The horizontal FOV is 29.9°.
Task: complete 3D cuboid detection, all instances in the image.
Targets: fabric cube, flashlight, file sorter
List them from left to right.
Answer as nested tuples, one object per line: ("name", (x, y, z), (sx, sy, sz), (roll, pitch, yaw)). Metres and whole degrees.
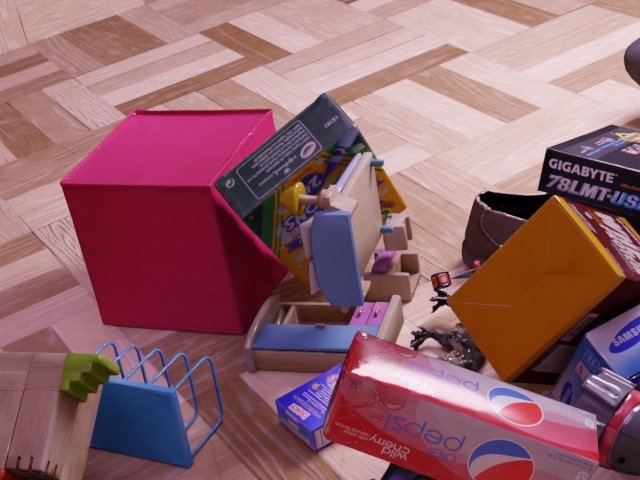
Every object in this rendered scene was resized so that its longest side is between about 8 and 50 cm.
("file sorter", (-0.229, 0.210, 1.587), (0.170, 0.118, 0.104), (6, 30, 27))
("fabric cube", (-0.206, -0.037, 1.857), (0.254, 0.258, 0.259), (2, 32, 23))
("flashlight", (0.399, 0.247, 1.243), (0.304, 0.103, 0.103), (30, 50, 26))

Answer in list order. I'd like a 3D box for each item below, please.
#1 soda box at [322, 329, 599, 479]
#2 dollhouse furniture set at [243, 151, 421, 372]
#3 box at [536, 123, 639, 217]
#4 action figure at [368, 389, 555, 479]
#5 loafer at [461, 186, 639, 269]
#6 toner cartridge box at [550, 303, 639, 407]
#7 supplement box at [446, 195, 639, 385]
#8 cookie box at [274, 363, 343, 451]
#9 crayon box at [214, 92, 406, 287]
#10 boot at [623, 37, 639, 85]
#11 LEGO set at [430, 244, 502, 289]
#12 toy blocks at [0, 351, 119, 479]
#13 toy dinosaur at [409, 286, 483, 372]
("soda box", (0.140, 0.187, 1.203), (0.263, 0.092, 0.083), (19, 29, 0))
("dollhouse furniture set", (0.000, 0.000, 1.679), (0.198, 0.303, 0.286), (1, 32, 18))
("box", (0.491, -0.082, 1.661), (0.293, 0.073, 0.295), (17, 19, 28))
("action figure", (0.194, 0.302, 1.307), (0.341, 0.178, 0.330), (20, 38, -6))
("loafer", (0.388, -0.029, 1.769), (0.366, 0.130, 0.133), (-7, 30, 6))
("toner cartridge box", (0.454, 0.110, 1.467), (0.348, 0.165, 0.075), (-24, 61, -22))
("supplement box", (0.300, 0.068, 1.462), (0.194, 0.191, 0.129), (12, 38, -51))
("cookie box", (0.010, 0.217, 1.566), (0.107, 0.040, 0.092), (-25, 33, -24))
("crayon box", (0.002, -0.055, 1.764), (0.203, 0.323, 0.083), (-39, 61, 1))
("boot", (0.648, -0.252, 1.928), (0.367, 0.146, 0.445), (21, 17, -33))
("LEGO set", (0.268, 0.011, 1.630), (0.244, 0.060, 0.182), (-25, -16, 40))
("toy blocks", (-0.438, 0.272, 1.464), (0.382, 0.190, 0.260), (-1, 65, 19))
("toy dinosaur", (0.197, 0.117, 1.664), (0.118, 0.064, 0.268), (9, 31, 26))
